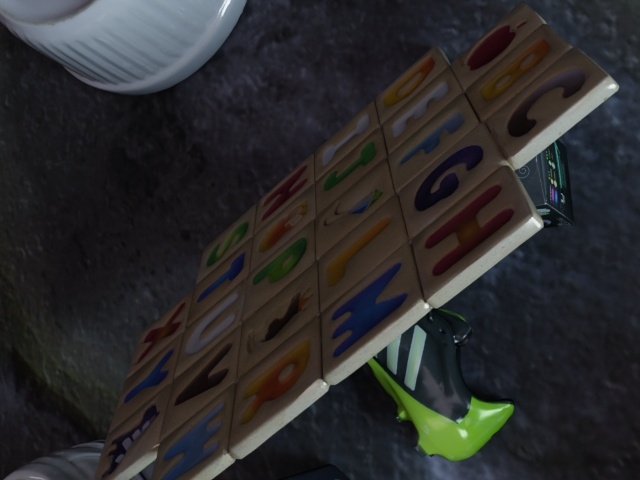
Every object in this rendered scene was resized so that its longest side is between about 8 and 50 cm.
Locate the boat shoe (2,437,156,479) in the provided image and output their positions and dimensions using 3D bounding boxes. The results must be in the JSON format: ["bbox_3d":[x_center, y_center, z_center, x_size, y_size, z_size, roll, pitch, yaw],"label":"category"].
[{"bbox_3d":[-0.113,0.300,0.561,0.136,0.156,0.367,-32,73,20],"label":"boat shoe"}]

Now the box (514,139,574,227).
[{"bbox_3d":[0.112,-0.035,0.533,0.062,0.083,0.052,-8,80,26],"label":"box"}]

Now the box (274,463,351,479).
[{"bbox_3d":[-0.011,0.223,0.493,0.153,0.207,0.108,37,101,26],"label":"box"}]

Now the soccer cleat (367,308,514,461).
[{"bbox_3d":[0.051,0.056,0.572,0.072,0.060,0.179,-39,75,7],"label":"soccer cleat"}]

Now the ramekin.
[{"bbox_3d":[-0.162,-0.224,0.679,0.207,0.109,0.207,-4,82,26],"label":"ramekin"}]

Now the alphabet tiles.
[{"bbox_3d":[0.000,0.000,0.508,0.342,0.285,0.011,-40,110,17],"label":"alphabet tiles"}]
